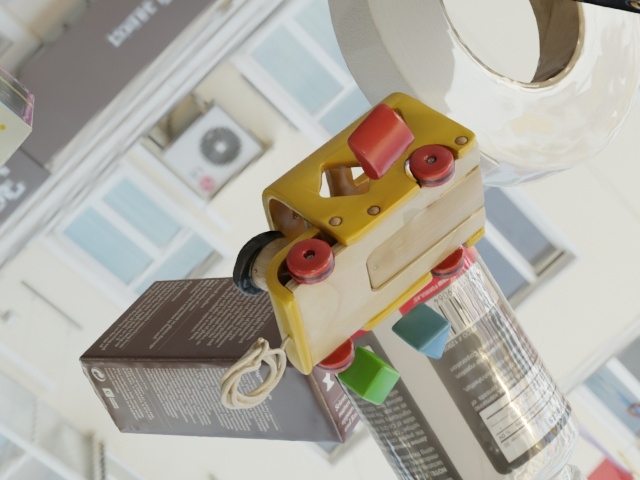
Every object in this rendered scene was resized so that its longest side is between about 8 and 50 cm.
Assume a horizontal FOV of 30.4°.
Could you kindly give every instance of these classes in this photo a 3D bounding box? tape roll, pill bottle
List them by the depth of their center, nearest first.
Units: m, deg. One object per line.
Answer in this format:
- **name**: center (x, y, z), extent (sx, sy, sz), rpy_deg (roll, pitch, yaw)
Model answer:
- **pill bottle**: center (0.131, 0.152, 1.106), extent (0.176, 0.319, 0.176), rpy_deg (-31, -176, 3)
- **tape roll**: center (0.184, -0.247, 1.258), extent (0.072, 0.392, 0.392), rpy_deg (-24, -147, 54)

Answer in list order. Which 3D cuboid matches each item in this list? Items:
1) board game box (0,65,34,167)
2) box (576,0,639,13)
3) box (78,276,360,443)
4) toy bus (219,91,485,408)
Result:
- **board game box**: center (-0.399, -0.168, 1.177), extent (0.097, 0.224, 0.303), rpy_deg (-48, -161, 2)
- **box**: center (0.200, -0.256, 1.000), extent (0.293, 0.295, 0.073), rpy_deg (17, -83, 31)
- **box**: center (-0.103, 0.148, 1.532), extent (0.381, 0.143, 0.191), rpy_deg (-5, -150, 37)
- **toy bus**: center (0.010, -0.003, 0.736), extent (0.104, 0.202, 0.191), rpy_deg (36, -73, 36)
